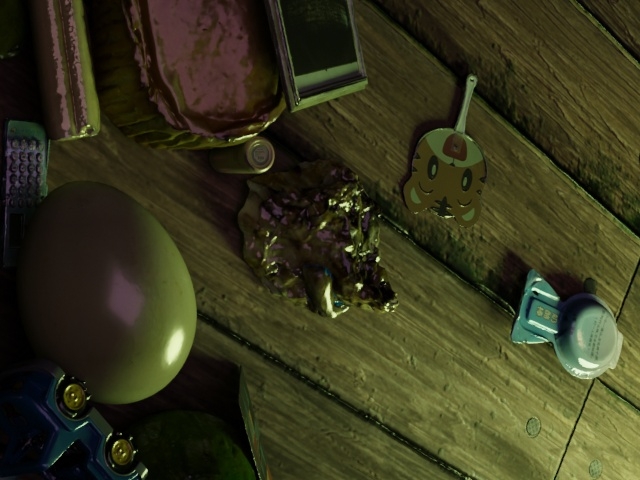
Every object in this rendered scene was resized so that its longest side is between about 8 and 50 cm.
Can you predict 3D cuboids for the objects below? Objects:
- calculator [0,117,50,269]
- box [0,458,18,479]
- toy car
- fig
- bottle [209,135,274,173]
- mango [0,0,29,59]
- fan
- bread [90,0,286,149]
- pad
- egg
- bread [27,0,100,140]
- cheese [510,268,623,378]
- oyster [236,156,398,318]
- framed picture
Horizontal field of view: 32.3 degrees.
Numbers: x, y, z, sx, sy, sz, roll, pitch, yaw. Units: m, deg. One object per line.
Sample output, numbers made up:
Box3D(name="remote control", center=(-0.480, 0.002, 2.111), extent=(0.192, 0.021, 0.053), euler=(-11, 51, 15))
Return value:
Box3D(name="calculator", center=(-0.334, -0.052, 1.253), extent=(0.057, 0.018, 0.172), euler=(2, 91, -33))
Box3D(name="box", center=(-0.455, 0.278, 1.131), extent=(0.245, 0.092, 0.153), euler=(-49, 116, -23))
Box3D(name="toy car", center=(-0.275, 0.221, 1.164), extent=(0.191, 0.097, 0.100), euler=(56, 42, -21))
Box3D(name="fig", center=(-0.139, 0.301, 1.266), extent=(0.203, 0.235, 0.203), euler=(-3, 96, -31))
Box3D(name="bottle", center=(-0.099, -0.104, 1.363), extent=(0.045, 0.096, 0.045), euler=(-1, 92, -35))
Box3D(name="mango", center=(-0.391, -0.240, 1.162), extent=(0.178, 0.100, 0.119), euler=(5, 125, -43))
Box3D(name="fan", center=(0.196, -0.137, 1.620), extent=(0.152, 0.008, 0.226), euler=(17, 82, -33))
Box3D(name="bread", center=(-0.151, -0.232, 1.302), extent=(0.227, 0.142, 0.253), euler=(-10, 100, -35))
Box3D(name="pad", center=(-0.074, 0.273, 1.378), extent=(0.003, 0.143, 0.211), euler=(-14, 102, 0))
Box3D(name="egg", center=(-0.237, 0.057, 1.217), extent=(0.189, 0.188, 0.253), euler=(-21, 101, -32))
Box3D(name="bread", center=(-0.281, -0.199, 1.215), extent=(0.060, 0.139, 0.178), euler=(-8, 97, -7))
Box3D(name="cheese", center=(0.394, 0.139, 1.738), extent=(0.245, 0.052, 0.135), euler=(25, 75, -32))
Box3D(name="oyster", center=(0.000, 0.000, 1.450), extent=(0.223, 0.083, 0.214), euler=(-8, 93, -28))
Box3D(name="framed picture", center=(-0.006, -0.286, 1.373), extent=(0.293, 0.018, 0.231), euler=(-36, 115, -67))
